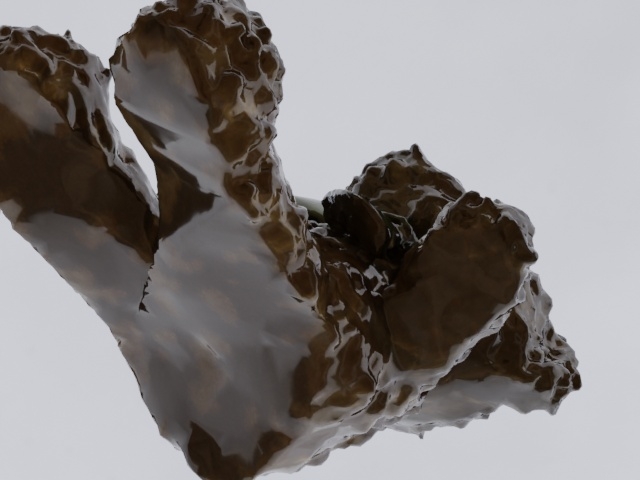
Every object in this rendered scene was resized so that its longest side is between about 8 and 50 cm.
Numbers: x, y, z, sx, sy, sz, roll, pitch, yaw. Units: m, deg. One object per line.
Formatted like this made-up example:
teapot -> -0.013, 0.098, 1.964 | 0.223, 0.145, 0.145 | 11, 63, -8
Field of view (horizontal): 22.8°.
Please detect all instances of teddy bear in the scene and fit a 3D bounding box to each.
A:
teddy bear -> -0.002, -0.009, 0.768 | 0.222, 0.246, 0.296 | -42, -61, -40
